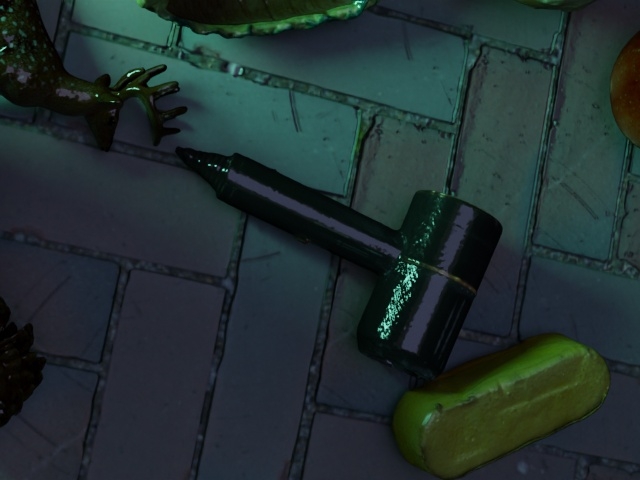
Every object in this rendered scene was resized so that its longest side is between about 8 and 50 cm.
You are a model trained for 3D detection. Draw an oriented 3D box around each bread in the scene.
[{"bbox_3d":[0.196,0.179,1.255,0.245,0.094,0.102,-22,102,-17],"label":"bread"}]

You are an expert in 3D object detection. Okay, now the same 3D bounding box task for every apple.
[{"bbox_3d":[0.427,-0.177,1.313,0.181,0.168,0.181,0,91,-14],"label":"apple"}]

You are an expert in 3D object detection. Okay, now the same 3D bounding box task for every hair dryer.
[{"bbox_3d":[0.000,0.000,1.211,0.352,0.107,0.189,24,81,-7],"label":"hair dryer"}]

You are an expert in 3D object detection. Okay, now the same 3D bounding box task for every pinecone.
[{"bbox_3d":[-0.343,0.113,1.057,0.173,0.173,0.174,1,86,-18],"label":"pinecone"}]

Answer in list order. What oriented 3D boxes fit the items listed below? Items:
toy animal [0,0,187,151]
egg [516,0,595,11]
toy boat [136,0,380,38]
[{"bbox_3d":[-0.278,-0.183,1.128,0.260,0.087,0.244,-20,94,-15],"label":"toy animal"},{"bbox_3d":[0.268,-0.355,1.258,0.245,0.203,0.203,-23,94,-31],"label":"egg"},{"bbox_3d":[-0.067,-0.262,1.198,0.292,0.099,0.109,-17,92,-26],"label":"toy boat"}]
